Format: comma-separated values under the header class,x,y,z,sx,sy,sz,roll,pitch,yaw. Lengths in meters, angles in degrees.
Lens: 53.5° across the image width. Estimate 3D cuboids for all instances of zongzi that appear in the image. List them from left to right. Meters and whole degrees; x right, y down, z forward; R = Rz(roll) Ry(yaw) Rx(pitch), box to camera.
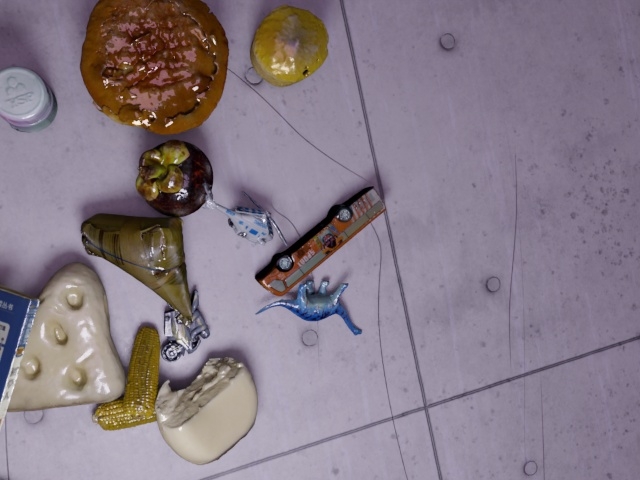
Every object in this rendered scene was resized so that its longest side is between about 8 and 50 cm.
class,x,y,z,sx,sy,sz,roll,pitch,yaw
zongzi,-0.457,0.075,1.596,0.260,0.123,0.289,3,114,12

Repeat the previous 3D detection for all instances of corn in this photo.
class,x,y,z,sx,sy,sz,roll,pitch,yaw
corn,-0.462,0.434,1.627,0.238,0.080,0.080,-8,94,-14
corn,-0.443,0.333,1.597,0.080,0.080,0.231,9,60,-15

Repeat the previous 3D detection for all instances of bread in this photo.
class,x,y,z,sx,sy,sz,roll,pitch,yaw
bread,-0.401,-0.432,1.560,0.336,0.204,0.359,12,84,-13
bread,-0.086,-0.500,1.658,0.197,0.170,0.197,0,90,-17

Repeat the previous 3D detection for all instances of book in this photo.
class,x,y,z,sx,sy,sz,roll,pitch,yaw
book,-0.836,0.299,1.466,0.299,0.039,0.428,16,88,16

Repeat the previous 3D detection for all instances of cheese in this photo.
class,x,y,z,sx,sy,sz,roll,pitch,yaw
cheese,-0.672,0.250,1.538,0.328,0.129,0.351,-14,91,-11
cheese,-0.282,0.428,1.614,0.266,0.127,0.233,-37,118,-34

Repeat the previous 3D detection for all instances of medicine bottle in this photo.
class,x,y,z,sx,sy,sz,roll,pitch,yaw
medicine bottle,-0.698,-0.330,1.494,0.135,0.168,0.135,-1,93,-15

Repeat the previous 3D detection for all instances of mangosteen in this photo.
class,x,y,z,sx,sy,sz,roll,pitch,yaw
mangosteen,-0.369,-0.156,1.566,0.192,0.217,0.192,0,89,12

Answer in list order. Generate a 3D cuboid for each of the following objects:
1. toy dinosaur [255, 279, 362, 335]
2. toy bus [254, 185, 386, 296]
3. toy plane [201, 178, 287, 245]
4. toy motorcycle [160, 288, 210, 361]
class,x,y,z,sx,sy,sz,roll,pitch,yaw
toy dinosaur,-0.010,0.167,1.748,0.329,0.076,0.145,15,94,-26
toy bus,0.000,0.000,1.737,0.408,0.093,0.092,-39,103,-10
toy plane,-0.205,-0.049,1.623,0.107,0.273,0.182,-45,69,17
toy motorcycle,-0.349,0.223,1.662,0.124,0.061,0.194,6,90,-18
